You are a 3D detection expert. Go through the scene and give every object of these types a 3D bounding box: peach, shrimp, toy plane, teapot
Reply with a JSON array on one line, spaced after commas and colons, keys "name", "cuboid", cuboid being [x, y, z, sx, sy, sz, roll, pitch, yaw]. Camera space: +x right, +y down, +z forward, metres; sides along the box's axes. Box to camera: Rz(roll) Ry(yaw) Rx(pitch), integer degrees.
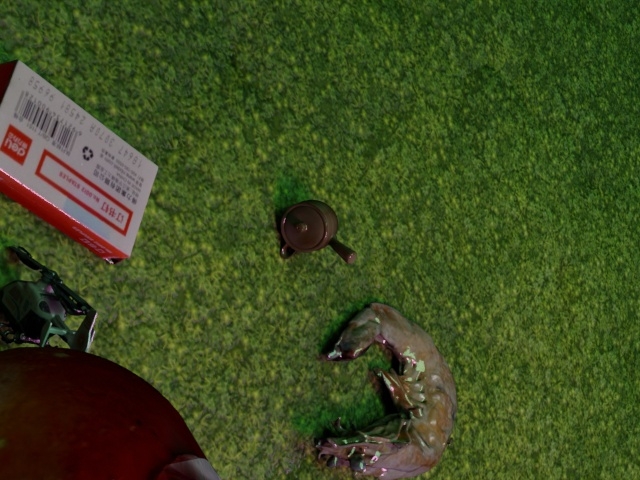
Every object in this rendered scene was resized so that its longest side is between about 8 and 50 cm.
[{"name": "peach", "cuboid": [-0.222, 0.272, 1.016, 0.335, 0.310, 0.406, 51, 20, -29]}, {"name": "shrimp", "cuboid": [0.085, 0.212, 1.686, 0.360, 0.085, 0.246, -18, 88, -56]}, {"name": "toy plane", "cuboid": [-0.268, 0.071, 1.196, 0.053, 0.197, 0.078, 15, 99, -37]}, {"name": "teapot", "cuboid": [0.000, 0.000, 1.604, 0.085, 0.110, 0.080, -60, 164, 19]}]

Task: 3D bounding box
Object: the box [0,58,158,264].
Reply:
[{"name": "box", "cuboid": [-0.270, -0.078, 1.305, 0.229, 0.050, 0.123, 38, 56, -42]}]
